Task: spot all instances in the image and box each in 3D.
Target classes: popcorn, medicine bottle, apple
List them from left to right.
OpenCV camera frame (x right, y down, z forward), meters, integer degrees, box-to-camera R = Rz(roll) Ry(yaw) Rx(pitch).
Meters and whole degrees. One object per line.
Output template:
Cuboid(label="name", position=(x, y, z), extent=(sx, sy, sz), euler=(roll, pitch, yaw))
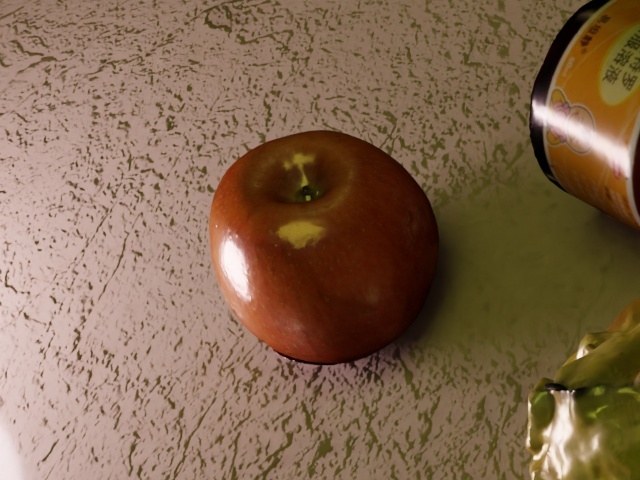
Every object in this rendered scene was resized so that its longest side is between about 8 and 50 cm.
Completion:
Cuboid(label="apple", position=(0.000, 0.000, 1.668), extent=(0.251, 0.206, 0.272), euler=(-23, 42, 12))
Cuboid(label="popcorn", position=(0.314, 0.156, 1.303), extent=(0.286, 0.215, 0.252), euler=(-25, 49, 20))
Cuboid(label="medicine bottle", position=(0.403, -0.095, 1.441), extent=(0.242, 0.242, 0.395), euler=(-49, 42, -12))
